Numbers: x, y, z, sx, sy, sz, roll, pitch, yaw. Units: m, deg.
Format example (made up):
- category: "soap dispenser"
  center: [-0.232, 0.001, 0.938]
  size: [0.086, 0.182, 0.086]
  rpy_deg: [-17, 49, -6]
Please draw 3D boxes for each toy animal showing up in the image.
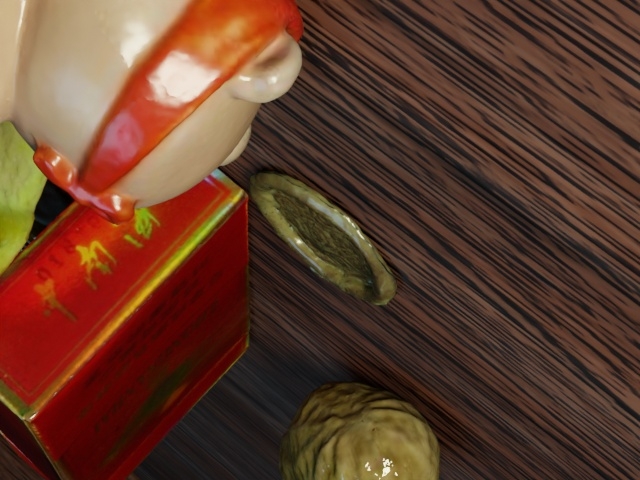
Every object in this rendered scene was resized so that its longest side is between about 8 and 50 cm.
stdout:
- category: "toy animal"
  center: [-0.106, -0.089, 0.586]
  size: [0.197, 0.171, 0.171]
  rpy_deg: [6, 170, -17]

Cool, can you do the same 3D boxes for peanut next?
- category: "peanut"
  center: [0.022, 0.154, 0.979]
  size: [0.108, 0.095, 0.226]
  rpy_deg: [58, 166, 4]

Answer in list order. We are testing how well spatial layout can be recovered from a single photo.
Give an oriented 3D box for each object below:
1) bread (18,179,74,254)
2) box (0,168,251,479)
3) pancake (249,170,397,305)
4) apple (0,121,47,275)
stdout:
- category: "bread"
  center: [-0.219, 0.005, 1.177]
  size: [0.160, 0.073, 0.160]
  rpy_deg: [38, 162, 15]
- category: "box"
  center: [-0.144, 0.071, 0.966]
  size: [0.089, 0.197, 0.313]
  rpy_deg: [38, 161, 13]
- category: "pancake"
  center: [0.001, -0.001, 0.800]
  size: [0.115, 0.011, 0.115]
  rpy_deg: [40, 163, 15]
- category: "apple"
  center: [-0.317, -0.077, 0.759]
  size: [0.339, 0.339, 0.339]
  rpy_deg: [38, 161, 15]
